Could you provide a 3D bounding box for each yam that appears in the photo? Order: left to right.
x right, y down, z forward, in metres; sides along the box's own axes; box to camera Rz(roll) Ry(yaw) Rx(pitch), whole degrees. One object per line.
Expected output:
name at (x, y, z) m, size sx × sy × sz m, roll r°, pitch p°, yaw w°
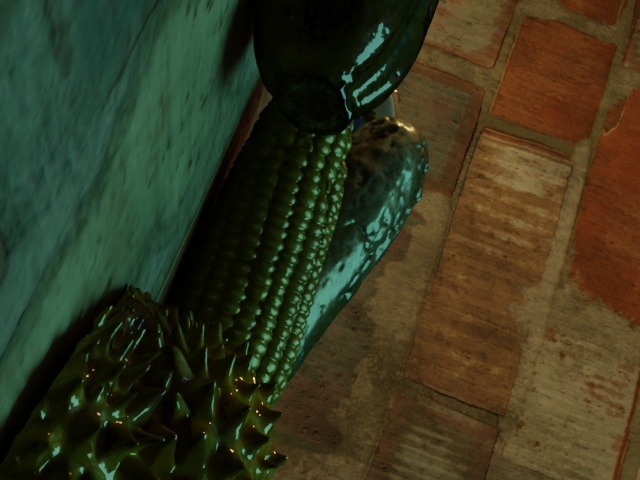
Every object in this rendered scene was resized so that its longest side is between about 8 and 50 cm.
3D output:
yam at (0.000, 0.000, 1.125) m, size 0.330 × 0.133 × 0.133 m, roll -50°, pitch 171°, yaw -21°

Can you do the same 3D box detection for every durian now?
durian at (-0.125, 0.152, 0.604) m, size 0.186 × 0.154 × 0.260 m, roll 24°, pitch 79°, yaw -63°

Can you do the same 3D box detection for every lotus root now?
lotus root at (0.022, -0.187, 0.812) m, size 0.241 × 0.123 × 0.124 m, roll -65°, pitch 147°, yaw -29°

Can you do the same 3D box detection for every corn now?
corn at (-0.054, 0.016, 0.959) m, size 0.119 × 0.119 × 0.321 m, roll 99°, pitch 7°, yaw -80°

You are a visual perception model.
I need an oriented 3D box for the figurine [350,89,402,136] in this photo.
figurine at (0.030, -0.149, 1.280) m, size 0.274 × 0.133 × 0.193 m, roll -78°, pitch 146°, yaw -83°

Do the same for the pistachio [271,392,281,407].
pistachio at (-0.073, 0.109, 1.207) m, size 0.145 × 0.117 × 0.200 m, roll -36°, pitch -163°, yaw 43°
